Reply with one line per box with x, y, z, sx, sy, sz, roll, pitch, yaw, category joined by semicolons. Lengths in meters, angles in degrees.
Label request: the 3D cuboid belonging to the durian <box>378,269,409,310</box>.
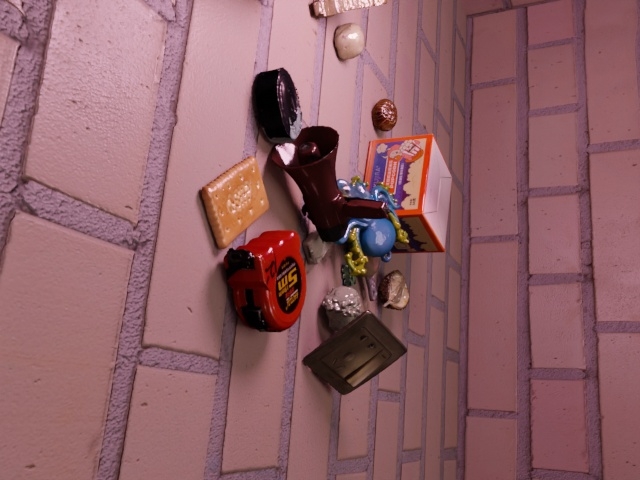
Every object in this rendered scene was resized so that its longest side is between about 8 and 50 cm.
0.267;0.202;2.414;0.148;0.091;0.188;62;37;-19;durian

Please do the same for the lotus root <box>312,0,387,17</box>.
0.091;-0.785;2.054;0.170;0.260;0.075;-115;-170;-67;lotus root

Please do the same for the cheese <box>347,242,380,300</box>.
0.163;0.083;2.226;0.163;0.082;0.287;-53;136;-52;cheese

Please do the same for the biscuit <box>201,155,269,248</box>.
-0.201;-0.098;1.536;0.250;0.030;0.160;-48;129;-56;biscuit

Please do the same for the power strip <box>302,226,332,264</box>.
0.000;0.000;1.940;0.192;0.035;0.082;-54;134;-52;power strip

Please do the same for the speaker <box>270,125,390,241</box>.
0.043;-0.155;1.772;0.198;0.259;0.330;-89;157;-49;speaker

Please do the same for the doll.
0.139;-0.057;2.059;0.346;0.098;0.341;-47;111;-38;doll

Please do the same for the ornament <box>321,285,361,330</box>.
0.094;0.271;2.004;0.130;0.120;0.285;-51;131;-43;ornament

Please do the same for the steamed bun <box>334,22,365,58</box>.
0.108;-0.689;2.168;0.130;0.090;0.113;-66;145;-44;steamed bun

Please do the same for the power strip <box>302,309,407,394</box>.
0.101;0.333;1.909;0.251;0.257;0.092;49;6;-33;power strip

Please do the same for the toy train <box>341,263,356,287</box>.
0.095;0.117;2.128;0.053;0.033;0.083;-36;120;-66;toy train

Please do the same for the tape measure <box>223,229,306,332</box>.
-0.131;0.105;1.571;0.253;0.113;0.261;-38;125;-60;tape measure

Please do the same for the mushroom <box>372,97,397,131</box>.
0.254;-0.491;2.459;0.109;0.084;0.126;-42;119;-57;mushroom

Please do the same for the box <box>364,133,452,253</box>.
0.331;-0.168;2.393;0.318;0.256;0.349;45;49;-52;box

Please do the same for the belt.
-0.111;-0.360;1.697;0.151;0.078;0.199;-25;108;-67;belt
